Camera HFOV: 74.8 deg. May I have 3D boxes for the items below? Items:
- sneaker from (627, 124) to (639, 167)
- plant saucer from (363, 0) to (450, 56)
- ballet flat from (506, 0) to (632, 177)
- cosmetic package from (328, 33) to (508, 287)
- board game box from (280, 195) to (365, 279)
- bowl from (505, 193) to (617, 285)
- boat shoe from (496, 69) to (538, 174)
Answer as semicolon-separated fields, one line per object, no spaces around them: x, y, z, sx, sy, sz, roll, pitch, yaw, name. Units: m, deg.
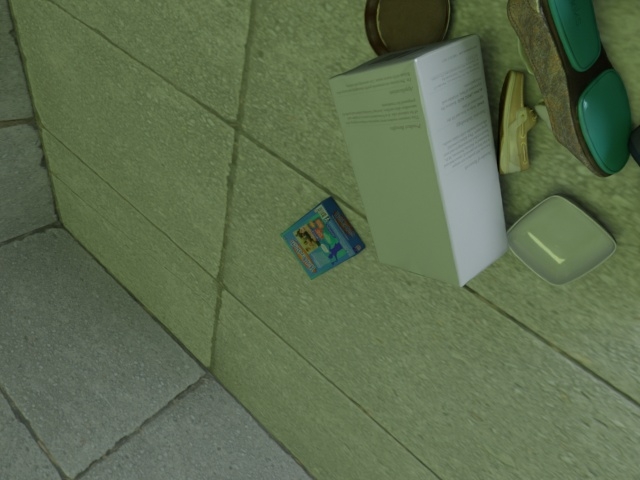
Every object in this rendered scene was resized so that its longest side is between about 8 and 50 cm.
0.512;-0.014;0.602;0.319;0.112;0.131;58;144;4;sneaker
0.155;-0.399;0.747;0.168;0.029;0.169;21;127;31;plant saucer
0.358;-0.234;0.607;0.316;0.107;0.106;58;171;-23;ballet flat
0.179;-0.130;0.747;0.217;0.156;0.385;19;135;53;cosmetic package
0.000;0.000;1.120;0.210;0.047;0.160;-33;92;47;board game box
0.418;-0.005;0.734;0.142;0.053;0.142;46;136;11;bowl
0.330;-0.195;0.698;0.059;0.063;0.170;1;117;16;boat shoe
